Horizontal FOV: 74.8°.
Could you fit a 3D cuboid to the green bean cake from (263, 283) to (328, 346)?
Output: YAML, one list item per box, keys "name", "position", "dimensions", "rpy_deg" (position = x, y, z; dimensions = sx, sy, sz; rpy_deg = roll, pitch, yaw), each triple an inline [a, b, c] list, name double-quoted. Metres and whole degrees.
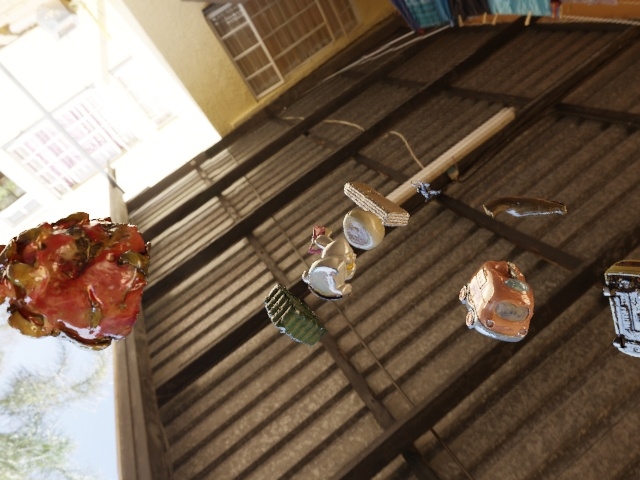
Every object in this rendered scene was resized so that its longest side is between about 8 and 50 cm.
- name: "green bean cake"
  position: [-0.091, 0.274, 1.511]
  dimensions: [0.107, 0.208, 0.193]
  rpy_deg: [-50, -144, 2]

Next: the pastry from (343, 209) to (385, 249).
- name: "pastry"
  position: [0.152, -0.042, 1.477]
  dimensions: [0.156, 0.156, 0.092]
  rpy_deg: [5, -143, 41]

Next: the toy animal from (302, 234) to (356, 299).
- name: "toy animal"
  position: [0.024, 0.039, 0.685]
  dimensions: [0.085, 0.071, 0.124]
  rpy_deg: [-19, -157, 33]

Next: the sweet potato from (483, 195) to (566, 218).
- name: "sweet potato"
  position: [0.755, -0.116, 1.559]
  dimensions: [0.285, 0.085, 0.112]
  rpy_deg: [10, -144, 34]

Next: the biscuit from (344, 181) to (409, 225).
- name: "biscuit"
  position: [0.269, -0.187, 2.075]
  dimensions: [0.144, 0.079, 0.426]
  rpy_deg: [1, -153, -28]

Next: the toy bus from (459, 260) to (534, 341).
- name: "toy bus"
  position: [0.636, 0.199, 1.476]
  dimensions: [0.194, 0.232, 0.288]
  rpy_deg: [16, -149, -2]

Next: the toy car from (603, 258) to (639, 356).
- name: "toy car"
  position: [0.852, 0.182, 1.127]
  dimensions: [0.124, 0.257, 0.101]
  rpy_deg: [-28, -164, -30]

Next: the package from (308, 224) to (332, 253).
- name: "package"
  position: [0.000, 0.000, 1.216]
  dimensions: [0.029, 0.059, 0.083]
  rpy_deg: [-145, -116, -74]

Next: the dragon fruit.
- name: "dragon fruit"
  position: [-0.553, 0.097, 0.897]
  dimensions: [0.296, 0.262, 0.314]
  rpy_deg: [36, -72, 41]

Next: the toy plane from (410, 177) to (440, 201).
- name: "toy plane"
  position: [0.256, -0.121, 1.014]
  dimensions: [0.078, 0.083, 0.031]
  rpy_deg: [26, -103, 34]
